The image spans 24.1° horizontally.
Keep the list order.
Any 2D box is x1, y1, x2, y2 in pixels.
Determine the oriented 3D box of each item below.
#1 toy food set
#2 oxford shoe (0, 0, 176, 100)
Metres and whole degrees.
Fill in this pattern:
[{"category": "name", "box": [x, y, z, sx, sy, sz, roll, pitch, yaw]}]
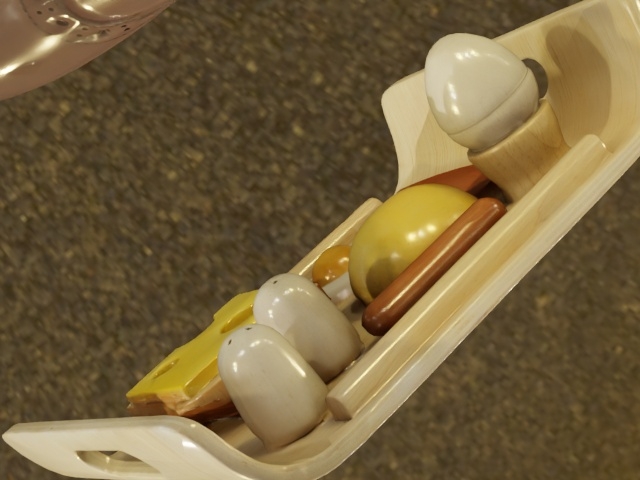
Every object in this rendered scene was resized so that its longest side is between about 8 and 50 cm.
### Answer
[{"category": "toy food set", "box": [0.000, 0.000, 0.706, 0.306, 0.220, 0.092, -42, 103, -28]}, {"category": "oxford shoe", "box": [-0.017, -0.096, 0.256, 0.097, 0.098, 0.271, 29, 132, -25]}]
